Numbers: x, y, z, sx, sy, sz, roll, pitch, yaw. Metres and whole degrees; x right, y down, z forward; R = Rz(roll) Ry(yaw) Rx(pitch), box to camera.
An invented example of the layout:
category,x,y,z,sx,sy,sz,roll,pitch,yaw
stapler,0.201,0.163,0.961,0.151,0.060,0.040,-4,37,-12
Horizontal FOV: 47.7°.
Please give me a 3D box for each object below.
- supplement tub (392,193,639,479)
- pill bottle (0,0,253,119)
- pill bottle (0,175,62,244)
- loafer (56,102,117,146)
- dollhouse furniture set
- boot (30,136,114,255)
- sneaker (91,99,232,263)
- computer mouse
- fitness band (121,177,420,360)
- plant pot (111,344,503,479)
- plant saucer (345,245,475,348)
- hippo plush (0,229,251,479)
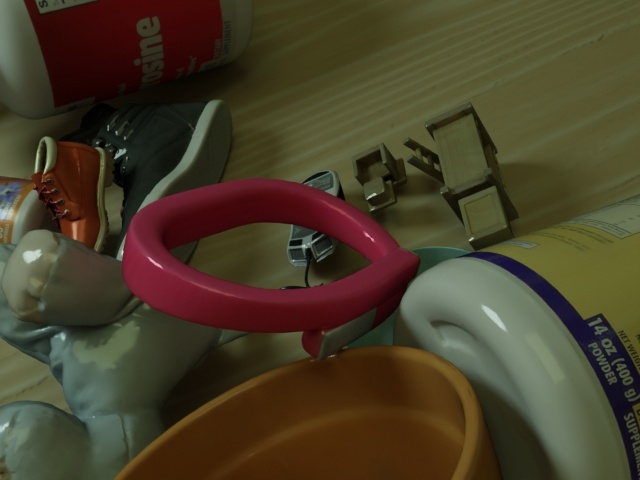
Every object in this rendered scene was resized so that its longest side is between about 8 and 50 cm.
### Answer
category,x,y,z,sx,sy,sz,roll,pitch,yaw
supplement tub,0.251,0.089,0.576,0.331,0.241,0.241,-18,52,-20
pill bottle,-0.311,-0.291,0.929,0.407,0.229,0.229,-23,53,-23
pill bottle,-0.399,-0.017,0.836,0.216,0.121,0.121,7,54,13
loafer,-0.300,-0.111,0.934,0.061,0.062,0.170,19,59,15
dollhouse furniture set,0.131,-0.031,0.819,0.160,0.101,0.182,-23,49,21
boot,-0.272,-0.036,0.771,0.059,0.084,0.158,-23,61,36
sneaker,-0.215,-0.061,0.864,0.146,0.105,0.296,4,49,14
computer mouse,0.000,0.000,0.812,0.106,0.042,0.193,-21,43,31
fitness band,-0.035,0.010,0.634,0.209,0.054,0.290,28,25,23
plant pot,0.001,0.234,0.483,0.290,0.204,0.291,-23,14,6
plant saucer,0.120,0.093,0.736,0.194,0.037,0.195,-3,53,5
hippo plush,-0.209,0.148,0.670,0.294,0.234,0.237,19,68,-30
